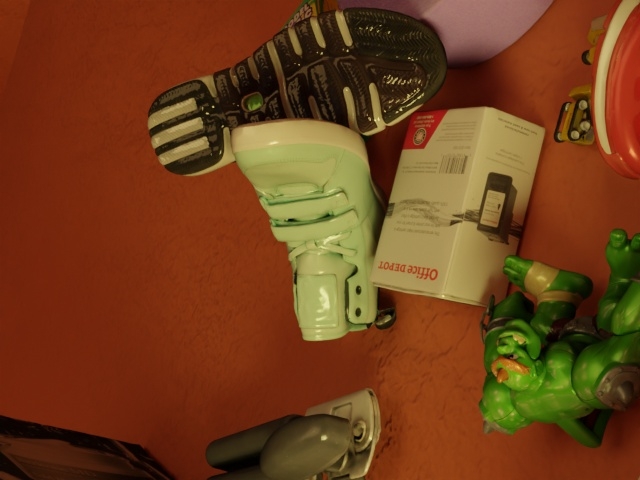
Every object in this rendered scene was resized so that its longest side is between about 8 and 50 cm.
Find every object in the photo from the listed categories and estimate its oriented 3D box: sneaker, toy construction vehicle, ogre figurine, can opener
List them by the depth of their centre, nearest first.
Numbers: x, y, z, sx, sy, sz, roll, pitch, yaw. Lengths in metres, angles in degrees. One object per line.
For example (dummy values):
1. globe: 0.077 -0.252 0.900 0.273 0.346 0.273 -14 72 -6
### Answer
1. sneaker: 0.253 -0.139 0.720 0.128 0.087 0.221 22 95 62
2. ogre figurine: 0.166 0.065 0.763 0.197 0.097 0.118 -7 50 42
3. toy construction vehicle: 0.213 -0.116 0.835 0.086 0.035 0.098 176 111 -71
4. sneaker: 0.001 0.000 0.959 0.094 0.256 0.151 -5 71 20
5. sneaker: -0.004 -0.134 1.039 0.281 0.162 0.106 -12 92 25
6. can opener: -0.045 0.189 1.049 0.283 0.095 0.076 -28 52 51

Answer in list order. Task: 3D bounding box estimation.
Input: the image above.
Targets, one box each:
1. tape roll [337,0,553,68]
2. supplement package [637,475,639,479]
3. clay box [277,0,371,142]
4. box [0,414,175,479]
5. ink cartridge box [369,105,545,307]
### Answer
1. tape roll: 0.123 -0.294 1.018 0.275 0.090 0.275 -36 46 47
2. supplement package: 0.211 0.219 0.557 0.139 0.134 0.244 34 105 59
3. clay box: -0.015 -0.159 1.219 0.127 0.053 0.222 -46 40 38
4. box: -0.344 0.350 1.086 0.472 0.480 0.297 16 88 60
5. ink cartridge box: 0.107 -0.025 0.931 0.109 0.063 0.150 8 83 60
